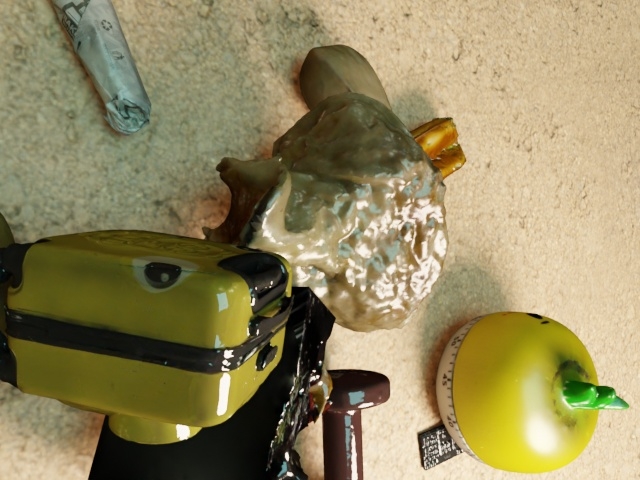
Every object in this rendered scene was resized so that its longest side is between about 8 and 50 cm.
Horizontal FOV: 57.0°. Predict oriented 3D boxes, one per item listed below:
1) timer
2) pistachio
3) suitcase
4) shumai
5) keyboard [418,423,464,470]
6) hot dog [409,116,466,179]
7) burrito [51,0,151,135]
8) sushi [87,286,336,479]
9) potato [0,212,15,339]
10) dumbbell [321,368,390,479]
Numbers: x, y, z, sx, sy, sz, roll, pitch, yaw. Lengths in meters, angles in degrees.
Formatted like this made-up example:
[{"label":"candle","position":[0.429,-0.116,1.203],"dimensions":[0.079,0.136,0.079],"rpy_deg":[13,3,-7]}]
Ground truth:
[{"label":"timer","position":[0.351,0.242,0.939],"dimensions":[0.285,0.285,0.285],"rpy_deg":[2,86,-34]},{"label":"pistachio","position":[0.045,-0.202,0.856],"dimensions":[0.108,0.126,0.185],"rpy_deg":[-39,98,-2]},{"label":"suitcase","position":[-0.146,0.072,0.517],"dimensions":[0.194,0.234,0.143],"rpy_deg":[-23,121,-77]},{"label":"shumai","position":[0.000,0.000,0.699],"dimensions":[0.262,0.267,0.314],"rpy_deg":[-33,104,-53]},{"label":"keyboard","position":[0.251,0.338,1.029],"dimensions":[0.204,0.013,0.061],"rpy_deg":[-8,91,-34]},{"label":"hot dog","position":[0.142,-0.112,0.947],"dimensions":[0.269,0.072,0.115],"rpy_deg":[-31,104,-33]},{"label":"burrito","position":[-0.257,-0.223,0.693],"dimensions":[0.064,0.064,0.203],"rpy_deg":[-27,100,-32]},{"label":"sushi","position":[-0.098,0.193,0.685],"dimensions":[0.212,0.215,0.227],"rpy_deg":[58,36,-58]},{"label":"potato","position":[-0.406,0.023,0.477],"dimensions":[0.326,0.221,0.243],"rpy_deg":[27,74,-31]},{"label":"dumbbell","position":[0.031,0.293,0.808],"dimensions":[0.124,0.140,0.225],"rpy_deg":[3,83,-65]}]
